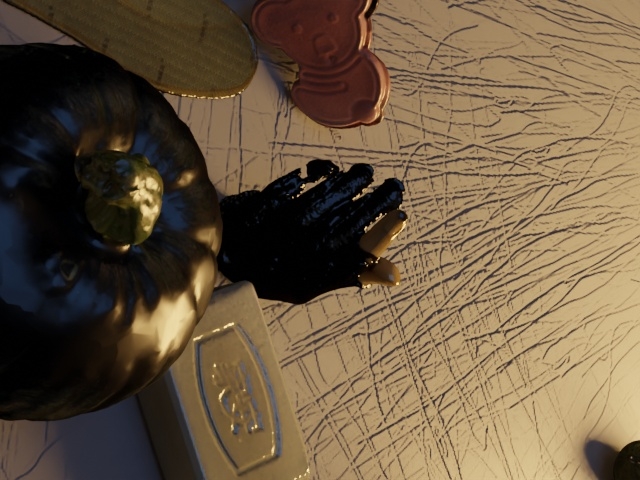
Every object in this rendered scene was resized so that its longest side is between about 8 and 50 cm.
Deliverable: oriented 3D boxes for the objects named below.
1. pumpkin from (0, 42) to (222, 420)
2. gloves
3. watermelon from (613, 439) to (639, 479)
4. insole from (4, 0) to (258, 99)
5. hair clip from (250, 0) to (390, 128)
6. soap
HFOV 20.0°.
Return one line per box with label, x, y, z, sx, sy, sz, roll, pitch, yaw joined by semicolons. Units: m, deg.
pumpkin;-0.189;-0.013;1.355;0.296;0.296;0.296;10;74;-41
gloves;-0.002;-0.001;1.583;0.106;0.181;0.129;-28;100;-42
watermelon;0.355;0.254;1.929;0.111;0.078;0.078;38;58;-29
insole;-0.186;-0.210;1.576;0.348;0.009;0.119;24;66;-37
hair clip;0.009;-0.175;1.682;0.102;0.123;0.138;9;71;-67
soap;-0.090;0.138;1.555;0.121;0.064;0.183;-21;95;-40
